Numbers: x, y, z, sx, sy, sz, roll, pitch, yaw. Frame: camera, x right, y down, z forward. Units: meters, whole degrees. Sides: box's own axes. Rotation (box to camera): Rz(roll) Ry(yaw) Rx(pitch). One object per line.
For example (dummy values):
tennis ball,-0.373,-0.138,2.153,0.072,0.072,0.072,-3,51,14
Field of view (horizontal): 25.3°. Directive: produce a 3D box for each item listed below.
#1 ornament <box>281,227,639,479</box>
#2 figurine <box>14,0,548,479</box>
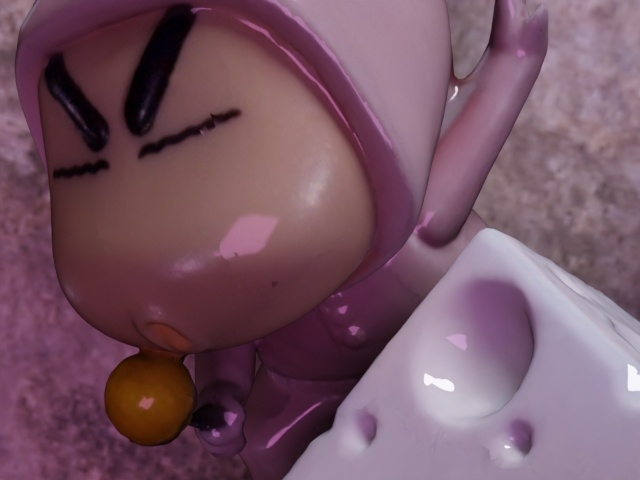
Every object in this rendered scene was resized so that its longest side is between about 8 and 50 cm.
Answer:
ornament,0.110,0.186,0.461,0.239,0.240,0.240,28,105,-38
figurine,0.000,0.000,0.509,0.176,0.186,0.287,-9,121,29
